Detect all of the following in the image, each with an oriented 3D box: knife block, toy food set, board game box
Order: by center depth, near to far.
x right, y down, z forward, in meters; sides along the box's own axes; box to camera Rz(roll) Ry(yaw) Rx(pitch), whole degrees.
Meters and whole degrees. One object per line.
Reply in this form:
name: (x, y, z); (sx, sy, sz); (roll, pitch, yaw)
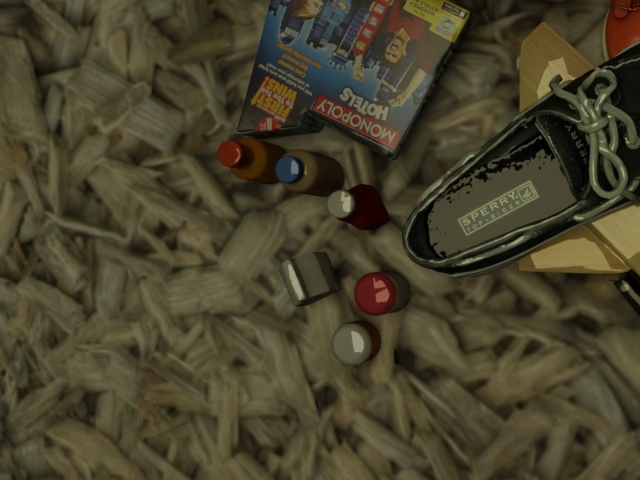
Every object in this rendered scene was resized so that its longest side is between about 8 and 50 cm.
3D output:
knife block: (0.284, -0.038, 0.763); (0.242, 0.088, 0.275); (0, 89, 20)
toy food set: (0.000, 0.000, 0.858); (0.111, 0.104, 0.232); (-25, 81, 18)
board game box: (0.015, -0.160, 0.880); (0.194, 0.060, 0.194); (32, 101, 18)

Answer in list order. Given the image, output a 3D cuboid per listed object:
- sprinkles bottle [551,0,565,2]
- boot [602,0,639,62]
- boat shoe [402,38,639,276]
sprinkles bottle: (0.053, -0.300, 0.803); (0.355, 0.121, 0.121); (16, 95, 9)
boot: (0.263, -0.202, 0.776); (0.059, 0.084, 0.158); (6, 93, 19)
boat shoe: (0.193, -0.071, 0.693); (0.306, 0.105, 0.113); (-28, 80, 18)
